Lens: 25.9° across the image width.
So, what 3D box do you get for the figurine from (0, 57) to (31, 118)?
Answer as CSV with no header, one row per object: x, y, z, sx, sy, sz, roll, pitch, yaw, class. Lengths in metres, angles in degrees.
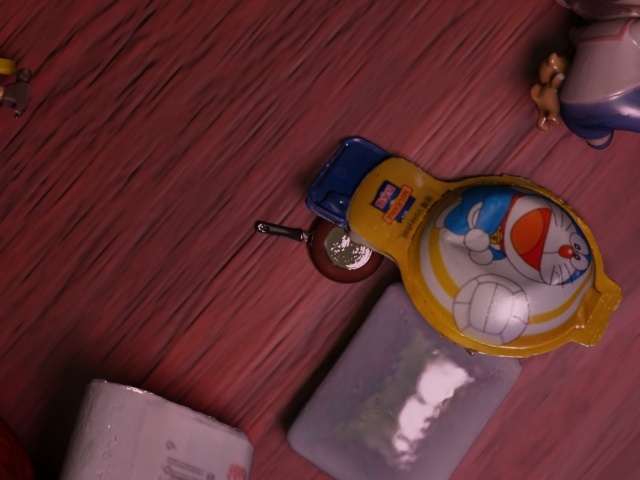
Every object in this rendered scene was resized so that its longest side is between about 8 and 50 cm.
-0.354,-0.149,1.156,0.229,0.137,0.112,38,125,3,figurine

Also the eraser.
-0.144,0.246,1.114,0.174,0.081,0.226,30,62,-35,eraser

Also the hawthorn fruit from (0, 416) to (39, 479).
-0.392,0.265,1.118,0.369,0.285,0.284,-7,93,25,hawthorn fruit

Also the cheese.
0.119,0.004,1.157,0.270,0.069,0.177,28,61,12,cheese

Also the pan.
0.000,0.000,1.196,0.115,0.023,0.068,10,94,1,pan

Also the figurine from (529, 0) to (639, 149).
0.259,-0.210,1.123,0.158,0.161,0.275,-5,97,-39,figurine

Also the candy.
0.071,0.138,1.178,0.138,0.071,0.174,34,94,1,candy
